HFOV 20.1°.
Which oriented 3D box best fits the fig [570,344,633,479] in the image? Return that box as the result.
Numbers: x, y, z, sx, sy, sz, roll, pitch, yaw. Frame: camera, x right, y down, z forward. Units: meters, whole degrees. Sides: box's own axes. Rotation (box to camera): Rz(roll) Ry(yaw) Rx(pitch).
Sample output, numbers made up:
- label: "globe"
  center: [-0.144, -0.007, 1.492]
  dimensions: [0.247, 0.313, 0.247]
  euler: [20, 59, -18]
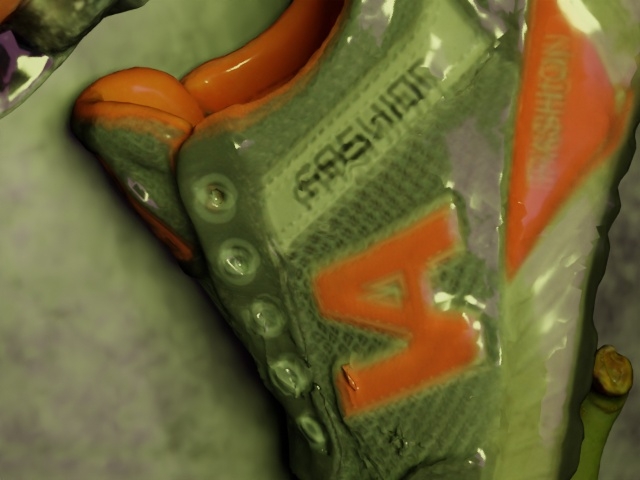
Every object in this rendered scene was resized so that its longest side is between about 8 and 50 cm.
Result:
- label: "fig"
  center: [0.122, 0.140, 0.636]
  dimensions: [0.149, 0.149, 0.245]
  euler: [-43, 122, -16]

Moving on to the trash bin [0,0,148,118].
- label: "trash bin"
  center: [-0.135, -0.154, 0.478]
  dimensions: [0.239, 0.161, 0.184]
  euler: [33, 81, -19]

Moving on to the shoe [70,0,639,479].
- label: "shoe"
  center: [0.000, 0.000, 0.582]
  dimensions: [0.171, 0.132, 0.336]
  euler: [9, 106, -5]
